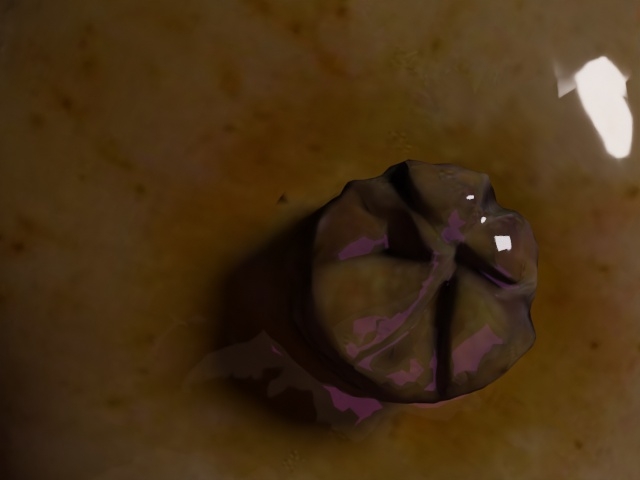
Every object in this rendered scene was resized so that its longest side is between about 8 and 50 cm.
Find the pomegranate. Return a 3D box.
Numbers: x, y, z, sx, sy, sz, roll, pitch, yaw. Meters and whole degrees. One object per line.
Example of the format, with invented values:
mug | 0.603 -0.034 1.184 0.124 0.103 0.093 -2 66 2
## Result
pomegranate | 0.000 0.000 0.669 0.412 0.411 0.411 -6 144 -4
